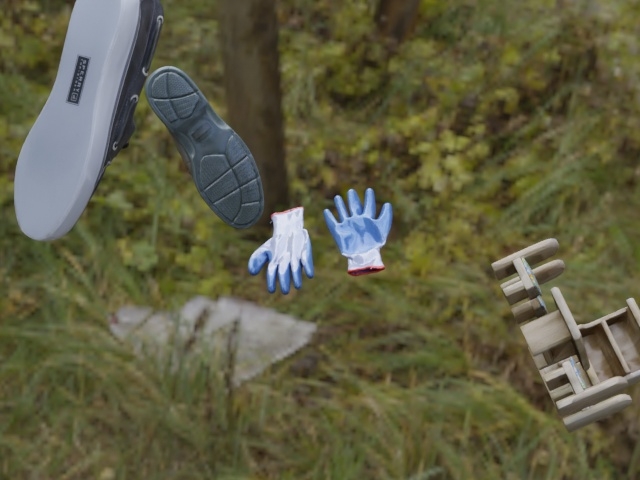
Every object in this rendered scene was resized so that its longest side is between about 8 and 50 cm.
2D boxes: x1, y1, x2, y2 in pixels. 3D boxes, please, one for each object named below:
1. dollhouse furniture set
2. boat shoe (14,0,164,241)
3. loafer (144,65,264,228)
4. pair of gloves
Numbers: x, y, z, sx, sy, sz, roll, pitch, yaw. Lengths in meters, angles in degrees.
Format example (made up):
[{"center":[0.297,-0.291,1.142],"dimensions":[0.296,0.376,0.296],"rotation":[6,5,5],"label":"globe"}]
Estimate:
[{"center":[0.356,0.126,1.719],"dimensions":[0.161,0.242,0.212],"rotation":[-25,63,6],"label":"dollhouse furniture set"},{"center":[-0.187,-0.106,1.088],"dimensions":[0.080,0.228,0.076],"rotation":[19,6,34],"label":"boat shoe"},{"center":[-0.169,-0.141,1.932],"dimensions":[0.096,0.267,0.084],"rotation":[-32,13,-6],"label":"loafer"},{"center":[0.000,0.000,1.718],"dimensions":[0.198,0.023,0.159],"rotation":[-12,42,8],"label":"pair of gloves"}]
